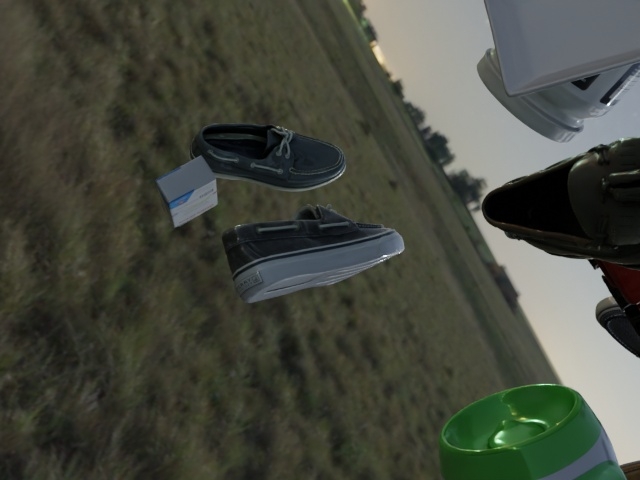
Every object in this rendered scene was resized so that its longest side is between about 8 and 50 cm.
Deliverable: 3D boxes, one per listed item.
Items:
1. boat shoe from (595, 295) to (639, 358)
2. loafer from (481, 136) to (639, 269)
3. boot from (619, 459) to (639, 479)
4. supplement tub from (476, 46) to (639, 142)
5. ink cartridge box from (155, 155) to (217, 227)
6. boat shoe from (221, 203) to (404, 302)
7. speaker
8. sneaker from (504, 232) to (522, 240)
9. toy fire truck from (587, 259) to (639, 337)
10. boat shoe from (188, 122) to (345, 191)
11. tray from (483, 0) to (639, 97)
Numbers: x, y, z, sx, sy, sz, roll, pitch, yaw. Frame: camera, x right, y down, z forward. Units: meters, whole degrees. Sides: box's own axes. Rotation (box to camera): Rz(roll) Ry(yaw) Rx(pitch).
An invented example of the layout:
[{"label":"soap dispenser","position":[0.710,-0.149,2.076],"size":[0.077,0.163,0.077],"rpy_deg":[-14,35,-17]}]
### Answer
[{"label":"boat shoe","position":[0.707,0.243,1.780],"size":[0.341,0.127,0.158],"rpy_deg":[25,49,-6]},{"label":"loafer","position":[0.212,-0.026,0.687],"size":[0.267,0.084,0.096],"rpy_deg":[158,-61,-76]},{"label":"boot","position":[0.438,0.347,1.128],"size":[0.112,0.305,0.115],"rpy_deg":[63,-4,-19]},{"label":"supplement tub","position":[0.352,-0.281,1.143],"size":[0.191,0.272,0.191],"rpy_deg":[28,32,-19]},{"label":"ink cartridge box","position":[-0.222,-0.079,1.473],"size":[0.052,0.089,0.122],"rpy_deg":[57,-14,13]},{"label":"boat shoe","position":[0.000,0.000,1.295],"size":[0.335,0.121,0.119],"rpy_deg":[-9,74,-49]},{"label":"speaker","position":[0.186,0.262,0.652],"size":[0.131,0.131,0.296],"rpy_deg":[-66,136,-79]},{"label":"sneaker","position":[0.294,-0.033,1.179],"size":[0.038,0.098,0.069],"rpy_deg":[43,2,-14]},{"label":"toy fire truck","position":[0.415,0.090,1.089],"size":[0.217,0.159,0.246],"rpy_deg":[51,17,-22]},{"label":"boat shoe","position":[-0.098,-0.174,1.749],"size":[0.099,0.320,0.116],"rpy_deg":[116,-25,-62]},{"label":"tray","position":[0.296,-0.220,0.824],"size":[0.030,0.270,0.145],"rpy_deg":[51,30,-55]}]
